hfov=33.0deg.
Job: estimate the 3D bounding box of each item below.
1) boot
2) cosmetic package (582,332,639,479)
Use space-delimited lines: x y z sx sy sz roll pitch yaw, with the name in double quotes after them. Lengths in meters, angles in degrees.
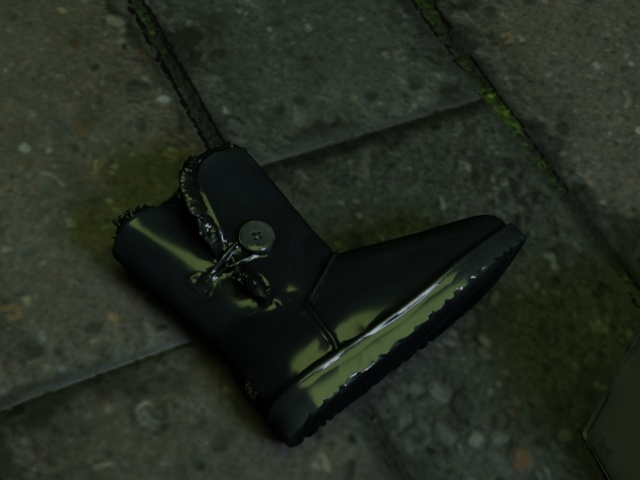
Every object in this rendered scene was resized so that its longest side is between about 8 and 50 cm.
0.000 0.000 0.777 0.246 0.094 0.207 -35 72 -22 "boot"
0.356 0.099 0.736 0.310 0.160 0.113 -13 53 -18 "cosmetic package"
